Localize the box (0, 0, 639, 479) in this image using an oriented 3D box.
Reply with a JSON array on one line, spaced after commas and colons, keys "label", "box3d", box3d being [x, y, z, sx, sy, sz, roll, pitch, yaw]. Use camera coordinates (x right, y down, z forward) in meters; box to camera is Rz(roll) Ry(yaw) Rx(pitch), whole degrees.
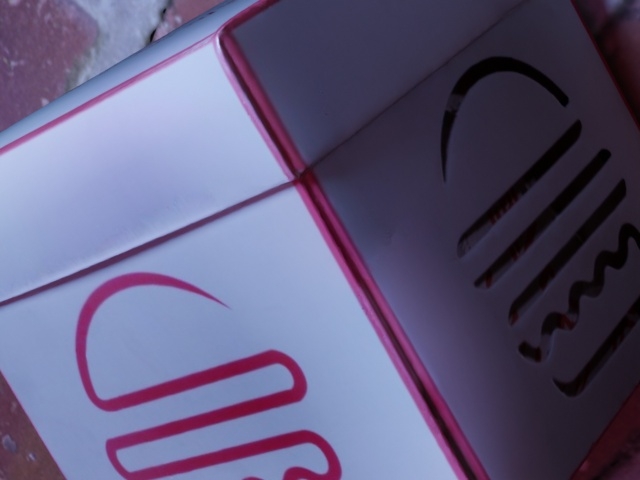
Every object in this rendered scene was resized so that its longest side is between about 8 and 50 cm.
[{"label": "box", "box3d": [0.000, 0.000, 0.904, 0.312, 0.314, 0.300, -20, 104, 42]}]
